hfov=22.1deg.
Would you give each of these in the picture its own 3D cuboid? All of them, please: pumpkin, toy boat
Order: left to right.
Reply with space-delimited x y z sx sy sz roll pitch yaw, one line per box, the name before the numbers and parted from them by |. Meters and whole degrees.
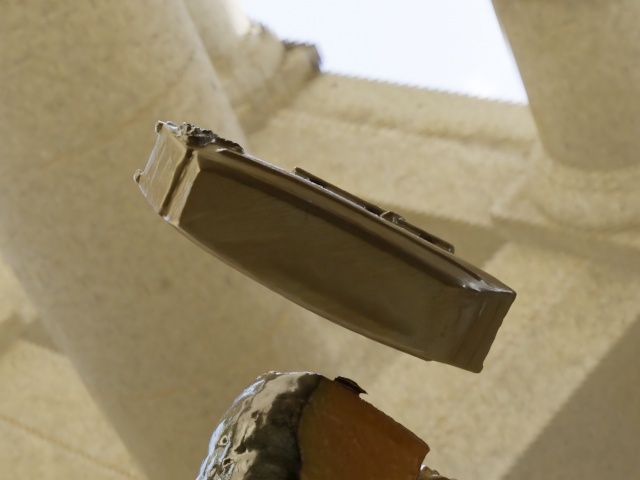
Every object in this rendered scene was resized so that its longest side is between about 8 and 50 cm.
toy boat | 0.000 0.000 0.817 0.200 0.057 0.077 26 -165 4
pumpkin | 0.047 0.196 1.156 0.280 0.190 0.139 10 -115 21
